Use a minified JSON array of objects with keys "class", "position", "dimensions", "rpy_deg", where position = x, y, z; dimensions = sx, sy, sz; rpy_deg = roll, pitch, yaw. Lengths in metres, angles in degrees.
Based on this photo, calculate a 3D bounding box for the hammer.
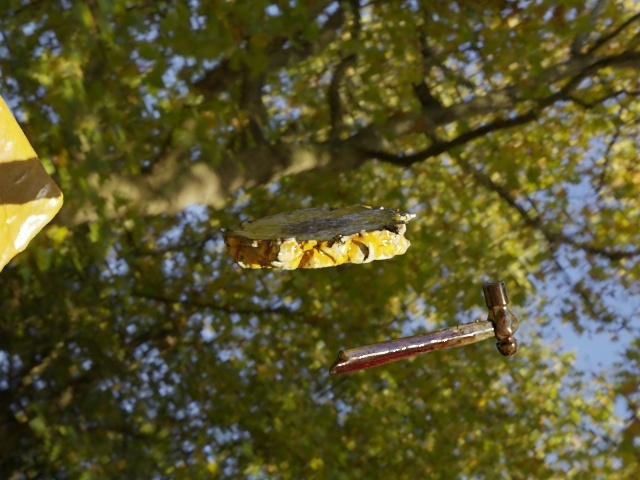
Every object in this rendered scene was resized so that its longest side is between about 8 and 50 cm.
[{"class":"hammer","position":[0.082,0.078,0.936],"dimensions":[0.021,0.178,0.065],"rpy_deg":[-5,-84,65]}]

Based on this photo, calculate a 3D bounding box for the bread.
[{"class":"bread","position":[-0.505,-0.125,1.380],"dimensions":[0.233,0.245,0.361],"rpy_deg":[17,-37,31]}]

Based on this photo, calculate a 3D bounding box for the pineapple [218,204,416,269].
[{"class":"pineapple","position":[0.000,0.000,1.187],"dimensions":[0.221,0.221,0.047],"rpy_deg":[3,-78,46]}]
